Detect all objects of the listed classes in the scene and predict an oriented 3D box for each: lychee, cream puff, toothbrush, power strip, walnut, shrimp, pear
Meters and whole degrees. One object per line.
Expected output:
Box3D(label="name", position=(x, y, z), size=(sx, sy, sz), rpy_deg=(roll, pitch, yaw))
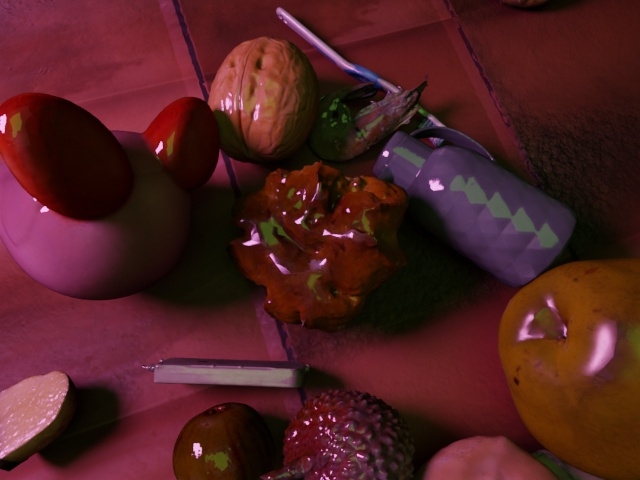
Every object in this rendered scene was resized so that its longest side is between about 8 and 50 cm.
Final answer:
Box3D(label="lychee", position=(0.025, 0.267, 0.502), size=(0.198, 0.165, 0.165), rpy_deg=(13, 71, -38))
Box3D(label="cream puff", position=(0.000, 0.000, 0.572), size=(0.269, 0.155, 0.241), rpy_deg=(-32, 81, 16))
Box3D(label="toothbrush", position=(0.074, -0.298, 0.724), size=(0.386, 0.040, 0.040), rpy_deg=(41, 76, 4))
Box3D(label="power strip", position=(-0.128, 0.180, 0.559), size=(0.227, 0.080, 0.029), rpy_deg=(3, 80, -4))
Box3D(label="walnut", position=(-0.084, -0.213, 0.628), size=(0.165, 0.165, 0.197), rpy_deg=(17, 80, 0))
Box3D(label="shrimp", position=(0.075, -0.220, 0.688), size=(0.224, 0.047, 0.126), rpy_deg=(-32, 77, 2))
Box3D(label="pear", position=(0.385, 0.159, 0.518), size=(0.295, 0.294, 0.294), rpy_deg=(1, 75, -5))

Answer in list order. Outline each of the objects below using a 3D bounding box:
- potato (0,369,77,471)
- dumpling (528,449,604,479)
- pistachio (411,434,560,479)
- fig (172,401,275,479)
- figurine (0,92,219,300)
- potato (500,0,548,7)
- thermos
Box3D(label="potato", position=(-0.356, 0.226, 0.531), size=(0.103, 0.066, 0.096), rpy_deg=(-26, 54, -6))
Box3D(label="dumpling", position=(0.336, 0.376, 0.536), size=(0.111, 0.155, 0.181), rpy_deg=(14, 33, -36))
Box3D(label="pistachio", position=(0.189, 0.388, 0.468), size=(0.230, 0.230, 0.308), rpy_deg=(8, 85, -3))
Box3D(label="fig", position=(-0.118, 0.327, 0.510), size=(0.124, 0.124, 0.236), rpy_deg=(-1, 87, -5))
Box3D(label="figurine", position=(-0.266, -0.034, 0.519), size=(0.262, 0.270, 0.211), rpy_deg=(-20, 95, 31))
Box3D(label="potato", position=(0.400, -0.496, 0.790), size=(0.138, 0.070, 0.091), rpy_deg=(-7, 74, -9))
Box3D(label="thermos", position=(0.224, -0.073, 0.627), size=(0.287, 0.145, 0.182), rpy_deg=(36, 65, 7))
